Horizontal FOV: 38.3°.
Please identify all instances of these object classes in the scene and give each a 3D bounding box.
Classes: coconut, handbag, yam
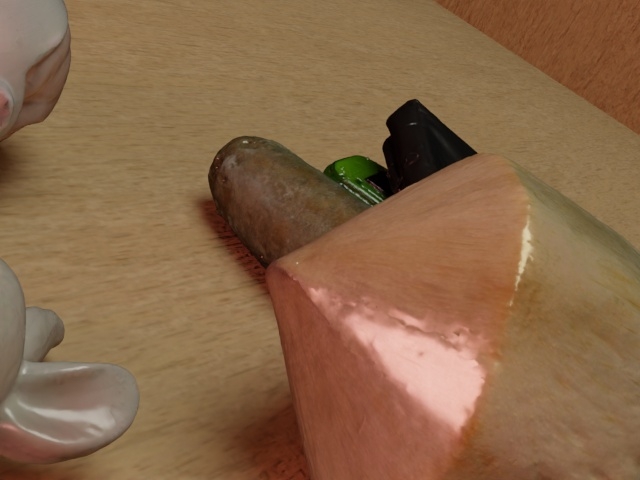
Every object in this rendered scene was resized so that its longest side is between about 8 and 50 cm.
[{"bbox_3d":[0.104,0.083,0.687,0.328,0.329,0.329,23,25,-12],"label":"coconut"},{"bbox_3d":[0.197,-0.044,1.217,0.275,0.088,0.244,38,24,-27],"label":"handbag"},{"bbox_3d":[0.000,0.000,0.945,0.133,0.133,0.330,-2,36,-49],"label":"yam"}]

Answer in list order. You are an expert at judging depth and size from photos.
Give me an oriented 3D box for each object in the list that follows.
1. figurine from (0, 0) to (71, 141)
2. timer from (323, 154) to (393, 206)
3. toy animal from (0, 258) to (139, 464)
[{"bbox_3d":[-0.356,-0.160,0.761,0.253,0.211,0.361,34,26,11],"label":"figurine"},{"bbox_3d":[0.071,-0.064,1.229,0.128,0.047,0.140,37,26,16],"label":"timer"},{"bbox_3d":[-0.277,0.045,0.537,0.208,0.154,0.325,24,-8,47],"label":"toy animal"}]
